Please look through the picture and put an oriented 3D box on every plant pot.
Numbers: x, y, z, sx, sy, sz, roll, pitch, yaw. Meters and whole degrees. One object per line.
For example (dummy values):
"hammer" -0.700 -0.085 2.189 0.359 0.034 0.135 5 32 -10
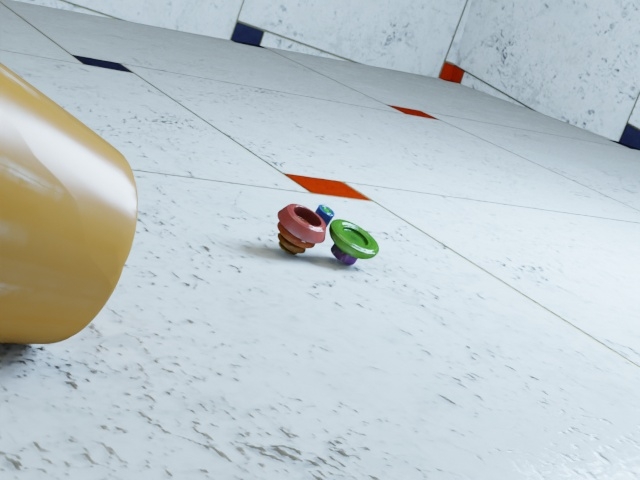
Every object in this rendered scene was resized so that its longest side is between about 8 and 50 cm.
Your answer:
"plant pot" -0.214 -0.026 0.651 0.188 0.205 0.205 22 5 -42

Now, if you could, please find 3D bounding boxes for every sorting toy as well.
"sorting toy" 0.000 0.000 1.060 0.102 0.042 0.061 21 26 -23
